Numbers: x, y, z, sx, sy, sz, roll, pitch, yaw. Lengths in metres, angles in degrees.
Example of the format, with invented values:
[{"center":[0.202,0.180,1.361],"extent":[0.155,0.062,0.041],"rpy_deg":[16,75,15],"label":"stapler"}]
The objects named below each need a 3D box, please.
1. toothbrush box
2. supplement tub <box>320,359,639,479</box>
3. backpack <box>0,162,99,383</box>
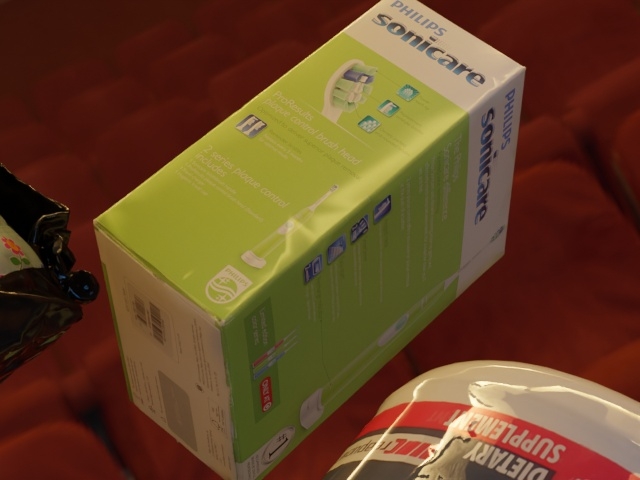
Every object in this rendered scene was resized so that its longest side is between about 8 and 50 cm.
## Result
[{"center":[0.000,0.000,1.116],"extent":[0.283,0.122,0.206],"rpy_deg":[-39,-29,-25],"label":"toothbrush box"},{"center":[0.027,0.188,0.496],"extent":[0.272,0.191,0.191],"rpy_deg":[-48,6,-28],"label":"supplement tub"},{"center":[-0.200,-0.005,0.669],"extent":[0.152,0.182,0.115],"rpy_deg":[-36,-4,14],"label":"backpack"}]
